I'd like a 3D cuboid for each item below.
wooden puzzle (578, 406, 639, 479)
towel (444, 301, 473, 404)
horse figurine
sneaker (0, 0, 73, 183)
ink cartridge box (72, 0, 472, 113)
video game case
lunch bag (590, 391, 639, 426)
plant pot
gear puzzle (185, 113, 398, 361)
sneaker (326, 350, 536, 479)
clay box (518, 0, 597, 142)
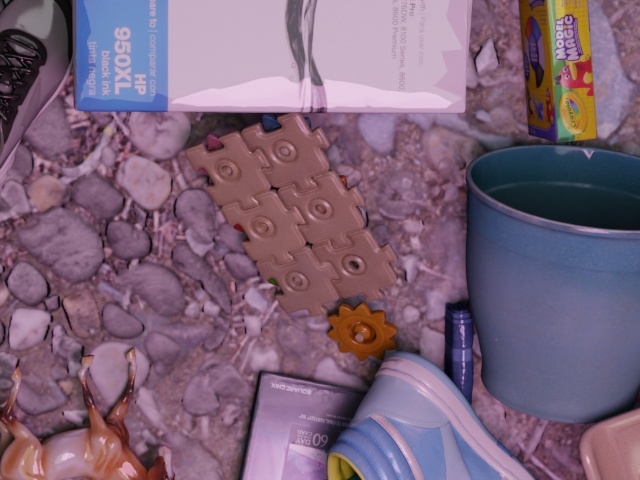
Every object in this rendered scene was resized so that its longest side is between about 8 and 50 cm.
[{"bbox_3d":[0.479,0.298,1.752,0.348,0.080,0.322,-20,100,-7],"label":"wooden puzzle"},{"bbox_3d":[0.164,0.135,1.846,0.029,0.067,0.119,-1,98,-5],"label":"towel"},{"bbox_3d":[-0.301,0.223,1.805,0.263,0.066,0.174,-7,93,-8],"label":"horse figurine"},{"bbox_3d":[-0.346,-0.158,1.725,0.100,0.108,0.271,26,93,-8],"label":"sneaker"},{"bbox_3d":[-0.059,-0.223,1.658,0.395,0.285,0.166,0,99,-7],"label":"ink cartridge box"},{"bbox_3d":[-0.002,0.306,1.843,0.196,0.026,0.274,12,83,-8],"label":"video game case"},{"bbox_3d":[0.363,0.205,1.889,0.071,0.053,0.083,-1,107,-5],"label":"lunch bag"},{"bbox_3d":[0.286,0.055,1.765,0.272,0.271,0.255,1,112,-7],"label":"plant pot"},{"bbox_3d":[0.000,0.000,1.785,0.175,0.044,0.339,-17,116,31],"label":"gear puzzle"},{"bbox_3d":[0.126,0.305,1.796,0.319,0.127,0.208,49,63,-14],"label":"sneaker"},{"bbox_3d":[0.265,-0.227,1.777,0.053,0.127,0.222,-8,98,-6],"label":"clay box"}]
